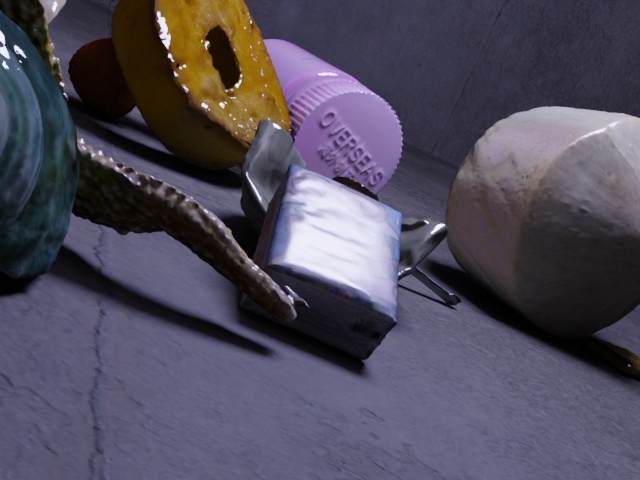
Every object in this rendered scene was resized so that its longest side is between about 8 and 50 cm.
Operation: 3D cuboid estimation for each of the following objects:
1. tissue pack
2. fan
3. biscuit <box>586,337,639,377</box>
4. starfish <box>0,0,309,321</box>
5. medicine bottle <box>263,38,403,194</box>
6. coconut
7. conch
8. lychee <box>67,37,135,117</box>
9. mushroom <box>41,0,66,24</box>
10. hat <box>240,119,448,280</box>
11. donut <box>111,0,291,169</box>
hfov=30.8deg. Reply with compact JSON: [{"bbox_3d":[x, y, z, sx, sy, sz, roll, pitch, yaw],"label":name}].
[{"bbox_3d":[0.006,0.016,0.970,0.116,0.065,0.155,25,33,-10],"label":"tissue pack"},{"bbox_3d":[0.070,0.007,1.293,0.227,0.008,0.152,39,-27,-19],"label":"fan"},{"bbox_3d":[0.382,0.151,1.455,0.081,0.018,0.083,19,13,-35],"label":"biscuit"},{"bbox_3d":[-0.217,-0.128,0.868,0.398,0.132,0.383,25,-37,46],"label":"starfish"},{"bbox_3d":[-0.023,-0.170,1.652,0.178,0.178,0.291,19,12,-33],"label":"medicine bottle"},{"bbox_3d":[0.327,-0.028,1.466,0.329,0.328,0.329,25,10,-5],"label":"coconut"},{"bbox_3d":[-0.231,-0.061,0.672,0.220,0.195,0.277,52,-22,-11],"label":"conch"},{"bbox_3d":[-0.248,-0.205,1.474,0.140,0.101,0.114,3,9,0],"label":"lychee"},{"bbox_3d":[-0.500,-0.430,1.513,0.356,0.315,0.315,28,10,12],"label":"mushroom"},{"bbox_3d":[0.000,0.000,1.178,0.214,0.149,0.244,30,-27,4],"label":"hat"},{"bbox_3d":[-0.151,-0.211,1.437,0.277,0.108,0.277,48,29,-37],"label":"donut"}]
